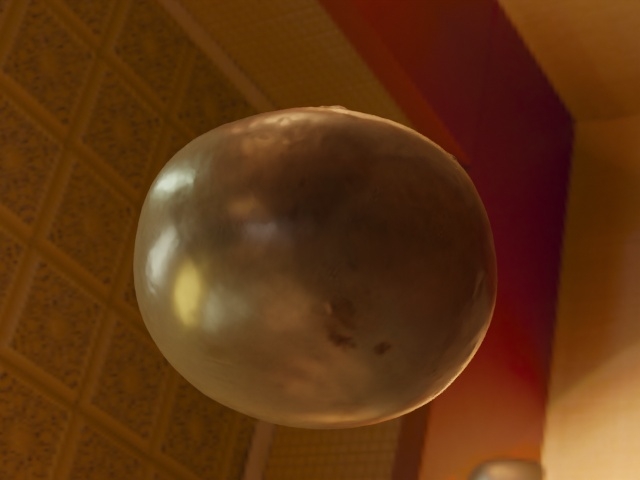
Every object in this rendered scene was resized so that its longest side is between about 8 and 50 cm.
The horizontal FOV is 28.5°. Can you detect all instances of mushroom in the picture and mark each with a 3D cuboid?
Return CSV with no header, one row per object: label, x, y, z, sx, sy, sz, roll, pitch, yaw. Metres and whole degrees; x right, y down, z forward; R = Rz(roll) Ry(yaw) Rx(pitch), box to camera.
mushroom,0.000,0.000,0.716,0.204,0.204,0.204,20,-114,-54
